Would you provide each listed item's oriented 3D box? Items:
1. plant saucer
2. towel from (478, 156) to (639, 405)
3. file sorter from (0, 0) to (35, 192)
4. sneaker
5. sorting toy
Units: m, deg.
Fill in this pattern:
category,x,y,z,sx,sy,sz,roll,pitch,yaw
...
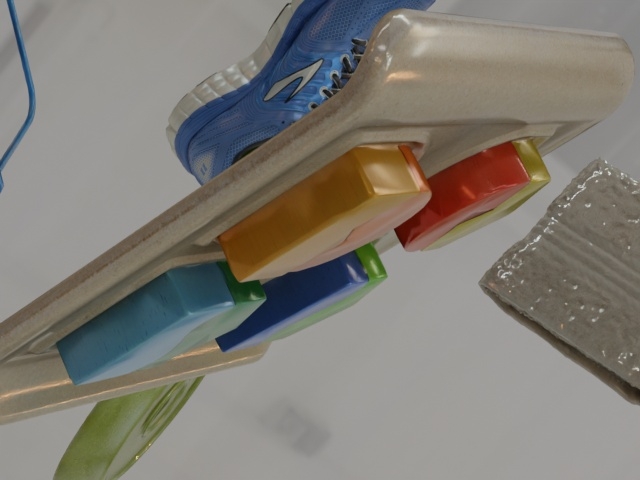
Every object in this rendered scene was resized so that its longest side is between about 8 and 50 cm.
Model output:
category,x,y,z,sx,sy,sz,roll,pitch,yaw
plant saucer,-0.155,0.143,1.428,0.037,0.241,0.241,37,18,6
towel,0.312,0.052,1.464,0.282,0.187,0.049,36,-17,30
file sorter,-0.277,-0.100,0.966,0.104,0.170,0.118,-75,160,-57
sneaker,-0.001,-0.152,1.588,0.129,0.330,0.147,19,34,-56
sorting toy,0.000,0.000,0.535,0.193,0.208,0.038,-8,64,-58
